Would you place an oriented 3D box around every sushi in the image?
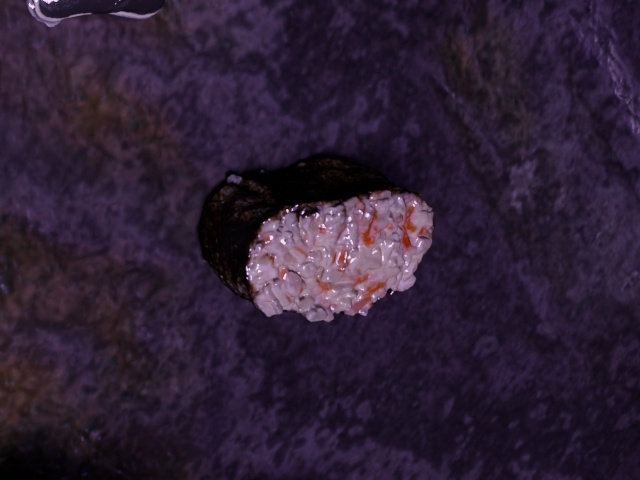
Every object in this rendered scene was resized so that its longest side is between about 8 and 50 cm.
[{"bbox_3d":[0.000,0.000,1.199,0.150,0.078,0.090,-8,115,-39],"label":"sushi"}]

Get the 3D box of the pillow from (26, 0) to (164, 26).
[{"bbox_3d":[-0.115,-0.184,1.033,0.091,0.055,0.135,2,107,-21],"label":"pillow"}]
